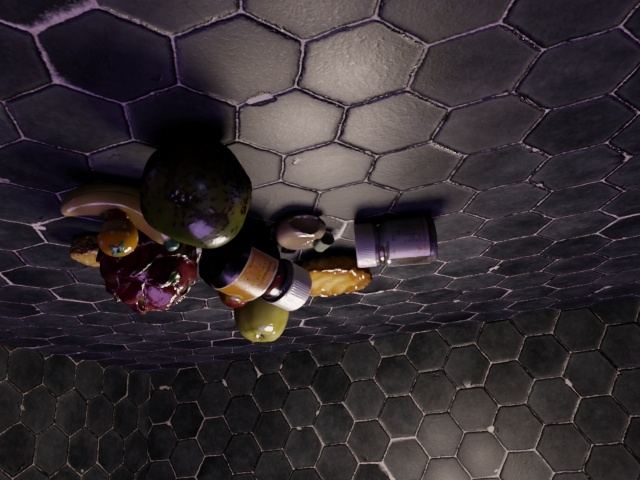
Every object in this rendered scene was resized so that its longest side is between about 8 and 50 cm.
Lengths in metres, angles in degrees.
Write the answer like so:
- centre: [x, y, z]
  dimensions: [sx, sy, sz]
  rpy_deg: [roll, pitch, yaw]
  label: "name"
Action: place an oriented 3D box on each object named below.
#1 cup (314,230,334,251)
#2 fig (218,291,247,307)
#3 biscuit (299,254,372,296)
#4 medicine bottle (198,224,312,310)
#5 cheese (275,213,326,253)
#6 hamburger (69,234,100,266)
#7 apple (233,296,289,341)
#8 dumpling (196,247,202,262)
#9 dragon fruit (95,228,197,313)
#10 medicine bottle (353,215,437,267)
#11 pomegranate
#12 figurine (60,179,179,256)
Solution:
- centre: [0.001, 0.005, 2.057]
  dimensions: [0.075, 0.054, 0.083]
  rpy_deg: [3, 159, -20]
  label: "cup"
- centre: [-0.339, 0.206, 2.359]
  dimensions: [0.149, 0.148, 0.202]
  rpy_deg: [-15, 157, 29]
  label: "fig"
- centre: [0.045, 0.140, 2.330]
  dimensions: [0.325, 0.107, 0.326]
  rpy_deg: [-5, 155, -3]
  label: "biscuit"
- centre: [-0.204, 0.108, 1.968]
  dimensions: [0.242, 0.242, 0.395]
  rpy_deg: [-23, 140, 38]
  label: "medicine bottle"
- centre: [-0.083, -0.010, 1.979]
  dimensions: [0.163, 0.082, 0.286]
  rpy_deg: [2, 160, -13]
  label: "cheese"
- centre: [-0.769, 0.035, 1.954]
  dimensions: [0.138, 0.083, 0.147]
  rpy_deg: [-10, 156, 24]
  label: "hamburger"
- centre: [-0.265, 0.325, 2.564]
  dimensions: [0.262, 0.262, 0.262]
  rpy_deg: [-4, 158, -2]
  label: "apple"
- centre: [-0.491, 0.047, 2.017]
  dimensions: [0.127, 0.108, 0.188]
  rpy_deg: [35, 141, -23]
  label: "dumpling"
- centre: [-0.541, 0.069, 1.804]
  dimensions: [0.329, 0.329, 0.329]
  rpy_deg: [-4, 158, -2]
  label: "dragon fruit"
- centre: [0.255, 0.007, 1.966]
  dimensions: [0.273, 0.165, 0.165]
  rpy_deg: [-4, 158, 3]
  label: "medicine bottle"
- centre: [-0.295, -0.129, 1.469]
  dimensions: [0.285, 0.285, 0.340]
  rpy_deg: [-10, -173, 14]
  label: "pomegranate"
- centre: [-0.548, -0.055, 1.589]
  dimensions: [0.324, 0.222, 0.124]
  rpy_deg: [9, 157, -31]
  label: "figurine"
